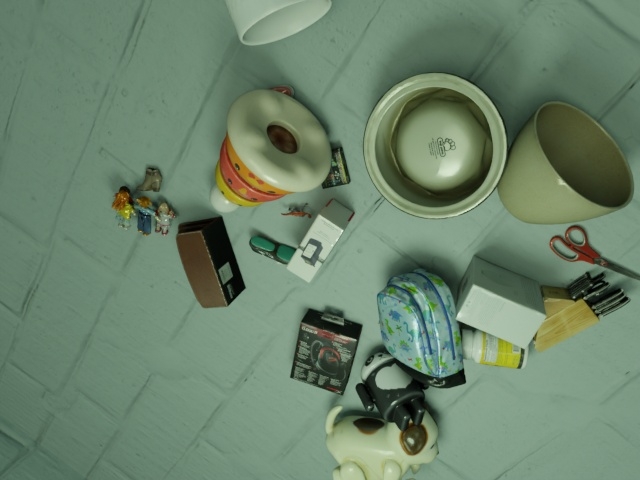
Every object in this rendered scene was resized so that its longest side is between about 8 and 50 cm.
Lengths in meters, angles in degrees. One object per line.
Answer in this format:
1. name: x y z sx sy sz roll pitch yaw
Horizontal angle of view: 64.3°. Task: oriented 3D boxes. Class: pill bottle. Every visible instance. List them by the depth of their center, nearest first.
1. pill bottle: 0.572 0.356 1.697 0.209 0.119 0.119 6 113 11

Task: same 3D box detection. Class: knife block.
1. knife block: 0.811 0.232 1.596 0.242 0.088 0.275 7 113 15

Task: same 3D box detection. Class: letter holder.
1. letter holder: -0.444 0.088 1.895 0.215 0.152 0.301 -8 109 22

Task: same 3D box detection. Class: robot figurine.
1. robot figurine: 0.256 0.520 1.792 0.209 0.278 0.173 22 114 -41

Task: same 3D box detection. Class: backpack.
1. backpack: 0.324 0.272 1.670 0.274 0.290 0.355 -2 103 -27

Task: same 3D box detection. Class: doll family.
1. doll family: -0.678 -0.105 1.891 0.263 0.118 0.163 20 127 6

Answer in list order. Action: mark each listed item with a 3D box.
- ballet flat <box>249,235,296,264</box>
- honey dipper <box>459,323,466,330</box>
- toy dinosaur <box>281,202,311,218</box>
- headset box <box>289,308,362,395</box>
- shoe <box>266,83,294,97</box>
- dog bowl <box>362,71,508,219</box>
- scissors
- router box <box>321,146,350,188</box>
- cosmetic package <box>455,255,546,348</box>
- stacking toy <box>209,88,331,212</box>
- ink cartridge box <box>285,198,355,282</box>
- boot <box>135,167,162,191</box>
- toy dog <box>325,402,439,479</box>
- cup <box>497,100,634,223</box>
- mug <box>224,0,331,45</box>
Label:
1. ballet flat: -0.163 0.045 1.841 0.203 0.074 0.074 22 117 1
2. honey dipper: 0.484 0.313 1.767 0.030 0.030 0.160 31 120 3
3. toy dinosaur: -0.074 -0.088 1.755 0.082 0.090 0.047 23 139 42
4. headset box: 0.023 0.403 1.900 0.218 0.110 0.293 15 115 11
5. shoe: -0.174 -0.450 1.625 0.178 0.081 0.063 -9 109 21
6. dog bowl: 0.337 -0.273 1.467 0.408 0.150 0.407 10 112 26
7. scissors: 0.844 0.068 1.560 0.297 0.021 0.109 38 115 -1
8. router box: 0.039 -0.237 1.671 0.092 0.038 0.122 -8 109 21
9. cosmetic package: 0.552 0.186 1.581 0.225 0.224 0.138 22 116 8
10. stacking toy: -0.220 -0.218 1.654 0.350 0.350 0.480 47 137 -5
11. ink cartridge box: 0.000 0.000 1.706 0.100 0.172 0.237 34 117 2
12. boot: -0.637 -0.226 1.890 0.119 0.042 0.086 5 105 19
13. toy dog: 0.252 0.754 1.914 0.408 0.285 0.395 -27 84 24
14. cup: 0.627 -0.174 1.389 0.331 0.331 0.237 41 144 -2
15. mug: -0.111 -0.770 1.395 0.374 0.276 0.328 -23 97 -7
